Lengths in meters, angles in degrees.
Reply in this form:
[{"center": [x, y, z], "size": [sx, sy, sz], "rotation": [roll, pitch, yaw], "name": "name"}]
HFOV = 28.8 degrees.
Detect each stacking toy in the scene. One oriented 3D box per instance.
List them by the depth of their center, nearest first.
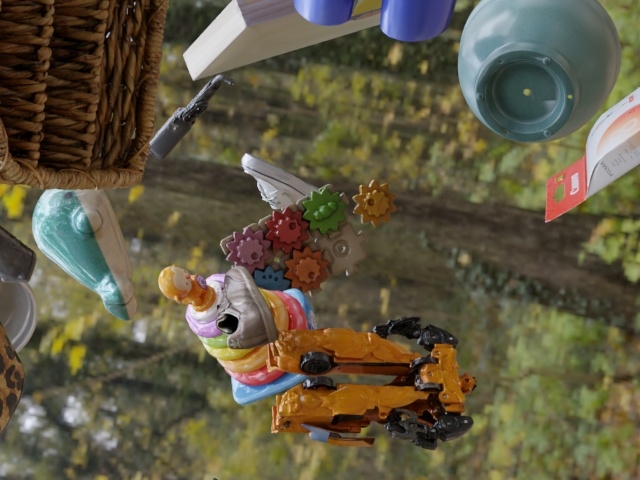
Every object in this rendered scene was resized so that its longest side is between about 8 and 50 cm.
[{"center": [-0.147, 0.113, 1.933], "size": [0.302, 0.165, 0.175], "rotation": [40, -148, -45], "name": "stacking toy"}]

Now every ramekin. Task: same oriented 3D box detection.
[{"center": [-0.555, 0.100, 1.946], "size": [0.109, 0.207, 0.207], "rotation": [51, 142, 46], "name": "ramekin"}]

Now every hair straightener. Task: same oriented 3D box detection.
[{"center": [-0.229, -0.213, 2.191], "size": [0.230, 0.047, 0.089], "rotation": [-36, 17, 35], "name": "hair straightener"}]

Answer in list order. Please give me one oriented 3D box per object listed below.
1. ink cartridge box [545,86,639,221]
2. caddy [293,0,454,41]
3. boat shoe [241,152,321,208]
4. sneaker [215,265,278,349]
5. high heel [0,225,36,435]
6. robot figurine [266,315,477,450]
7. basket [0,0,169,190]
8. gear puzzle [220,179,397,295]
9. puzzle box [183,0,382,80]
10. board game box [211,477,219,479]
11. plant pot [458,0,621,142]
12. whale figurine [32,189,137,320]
[{"center": [0.355, -0.113, 1.613], "size": [0.179, 0.045, 0.145], "rotation": [-33, 16, 24], "name": "ink cartridge box"}, {"center": [0.090, -0.415, 1.724], "size": [0.341, 0.241, 0.179], "rotation": [-69, -11, -58], "name": "caddy"}, {"center": [-0.074, -0.095, 2.398], "size": [0.226, 0.083, 0.076], "rotation": [26, -86, -42], "name": "boat shoe"}, {"center": [-0.117, 0.090, 1.715], "size": [0.188, 0.071, 0.066], "rotation": [-133, 28, -62], "name": "sneaker"}, {"center": [-0.347, 0.073, 1.118], "size": [0.186, 0.093, 0.261], "rotation": [48, -142, -50], "name": "high heel"}, {"center": [0.074, 0.201, 1.741], "size": [0.085, 0.290, 0.211], "rotation": [110, 160, -50], "name": "robot figurine"}, {"center": [-0.264, -0.201, 1.170], "size": [0.213, 0.223, 0.299], "rotation": [-98, 18, -83], "name": "basket"}, {"center": [0.000, 0.000, 2.282], "size": [0.176, 0.338, 0.044], "rotation": [64, 168, -10], "name": "gear puzzle"}, {"center": [-0.003, -0.382, 2.071], "size": [0.272, 0.408, 0.052], "rotation": [-27, 85, 64], "name": "puzzle box"}, {"center": [-0.100, 0.525, 1.912], "size": [0.213, 0.317, 0.046], "rotation": [-41, -19, -51], "name": "board game box"}, {"center": [0.373, -0.290, 2.193], "size": [0.196, 0.293, 0.293], "rotation": [-61, -17, -56], "name": "plant pot"}, {"center": [-0.407, 0.020, 2.154], "size": [0.216, 0.141, 0.272], "rotation": [95, 151, -64], "name": "whale figurine"}]
